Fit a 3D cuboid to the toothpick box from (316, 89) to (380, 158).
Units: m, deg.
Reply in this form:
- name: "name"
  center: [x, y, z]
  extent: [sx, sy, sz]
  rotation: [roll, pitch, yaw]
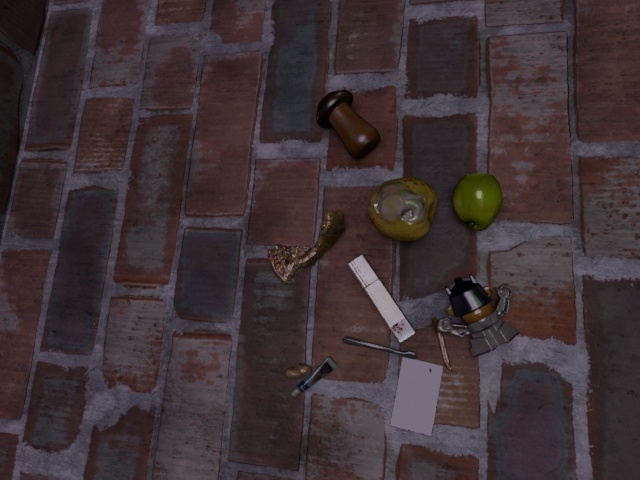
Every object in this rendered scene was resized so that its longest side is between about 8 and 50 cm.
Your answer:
- name: "toothpick box"
  center: [0.113, -0.496, 1.809]
  extent: [0.192, 0.192, 0.294]
  rotation: [-38, 81, 3]

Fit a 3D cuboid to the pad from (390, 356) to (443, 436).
- name: "pad"
  center: [0.370, 0.597, 1.634]
  extent: [0.159, 0.009, 0.265]
  rotation: [10, 80, 14]

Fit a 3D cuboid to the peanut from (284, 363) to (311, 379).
- name: "peanut"
  center: [-0.093, 0.533, 1.724]
  extent: [0.113, 0.054, 0.054]
  rotation: [-19, 76, 9]

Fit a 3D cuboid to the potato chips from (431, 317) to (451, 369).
- name: "potato chips"
  center: [0.468, 0.396, 1.639]
  extent: [0.026, 0.037, 0.204]
  rotation: [-17, 82, 19]

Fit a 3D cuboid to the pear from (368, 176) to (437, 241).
- name: "pear"
  center: [0.322, -0.126, 1.673]
  extent: [0.271, 0.271, 0.271]
  rotation: [-2, 79, 12]

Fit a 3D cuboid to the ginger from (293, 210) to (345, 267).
- name: "ginger"
  center: [0.000, 0.000, 1.768]
  extent: [0.294, 0.131, 0.086]
  rotation: [-51, 55, 2]

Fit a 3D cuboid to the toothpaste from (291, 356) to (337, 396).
- name: "toothpaste"
  center: [-0.031, 0.554, 1.711]
  extent: [0.216, 0.037, 0.062]
  rotation: [-39, 110, 2]

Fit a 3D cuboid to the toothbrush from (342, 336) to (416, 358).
- name: "toothbrush"
  center: [0.230, 0.423, 1.686]
  extent: [0.297, 0.030, 0.030]
  rotation: [9, 91, 15]

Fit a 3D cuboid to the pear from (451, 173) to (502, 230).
- name: "pear"
  center: [0.602, -0.150, 1.642]
  extent: [0.187, 0.187, 0.220]
  rotation: [7, 95, 13]

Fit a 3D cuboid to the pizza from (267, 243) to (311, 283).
- name: "pizza"
  center: [-0.125, 0.077, 1.817]
  extent: [0.195, 0.052, 0.185]
  rotation: [-30, 78, 4]

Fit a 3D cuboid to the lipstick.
- name: "lipstick"
  center: [0.241, 0.227, 1.695]
  extent: [0.080, 0.076, 0.371]
  rotation: [-34, 75, 6]

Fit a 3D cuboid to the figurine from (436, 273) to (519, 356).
- name: "figurine"
  center: [0.585, 0.267, 1.582]
  extent: [0.308, 0.143, 0.308]
  rotation: [2, 78, -7]
